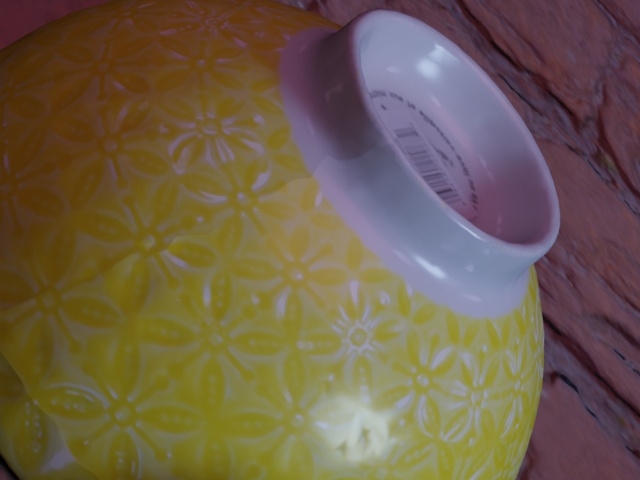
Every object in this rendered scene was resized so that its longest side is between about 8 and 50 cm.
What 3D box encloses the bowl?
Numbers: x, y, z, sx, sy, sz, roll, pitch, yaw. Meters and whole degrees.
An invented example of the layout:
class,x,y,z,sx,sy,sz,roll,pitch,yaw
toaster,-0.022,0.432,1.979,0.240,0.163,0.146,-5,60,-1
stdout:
class,x,y,z,sx,sy,sz,roll,pitch,yaw
bowl,0.000,0.000,0.753,0.289,0.156,0.289,35,34,-28
